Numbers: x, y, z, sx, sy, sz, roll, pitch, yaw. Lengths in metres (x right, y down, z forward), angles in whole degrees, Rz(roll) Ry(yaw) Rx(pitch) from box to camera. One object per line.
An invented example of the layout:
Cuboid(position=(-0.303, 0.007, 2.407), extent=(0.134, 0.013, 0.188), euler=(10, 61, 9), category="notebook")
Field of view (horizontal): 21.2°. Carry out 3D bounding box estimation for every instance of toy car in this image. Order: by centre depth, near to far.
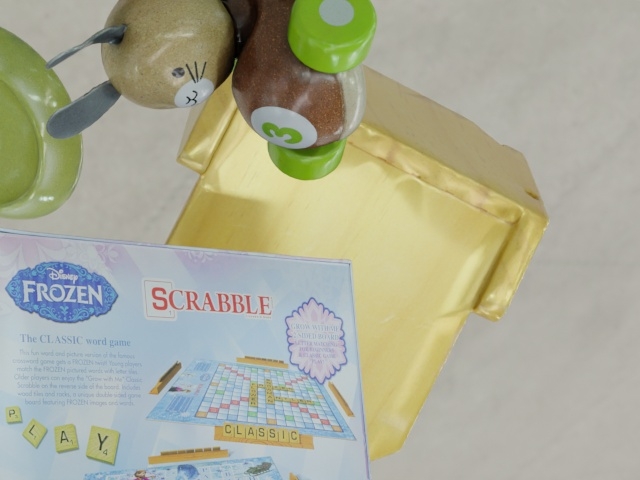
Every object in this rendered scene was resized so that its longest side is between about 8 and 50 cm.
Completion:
Cuboid(position=(-0.078, -0.109, 1.058), extent=(0.188, 0.149, 0.155), euler=(-17, 155, -17), category="toy car")

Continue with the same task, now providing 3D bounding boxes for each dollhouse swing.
Cuboid(position=(0.000, 0.000, 1.731), extent=(0.346, 0.315, 0.305), euler=(26, 108, -9), category="dollhouse swing")

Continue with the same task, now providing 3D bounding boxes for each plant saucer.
Cuboid(position=(-0.369, -0.123, 1.858), extent=(0.037, 0.241, 0.241), euler=(-45, 173, -50), category="plant saucer")

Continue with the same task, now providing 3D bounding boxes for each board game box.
Cuboid(position=(-0.100, 0.161, 1.157), extent=(0.318, 0.318, 0.066), euler=(7, 163, -41), category="board game box")
